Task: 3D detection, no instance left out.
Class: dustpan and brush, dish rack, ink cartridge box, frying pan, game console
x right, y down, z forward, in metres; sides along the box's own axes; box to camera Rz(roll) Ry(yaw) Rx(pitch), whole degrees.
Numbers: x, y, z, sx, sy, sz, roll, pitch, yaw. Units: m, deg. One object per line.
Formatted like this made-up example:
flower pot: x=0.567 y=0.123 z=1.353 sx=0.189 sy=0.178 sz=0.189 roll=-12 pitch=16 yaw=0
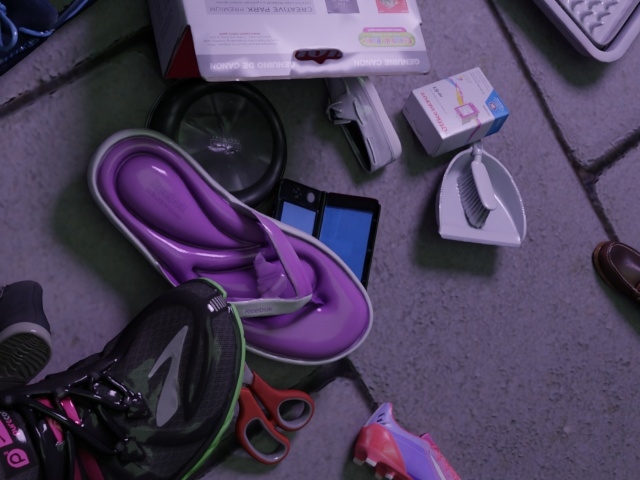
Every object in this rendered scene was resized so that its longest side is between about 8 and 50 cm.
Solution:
dustpan and brush: x=0.225 y=-0.101 z=1.432 sx=0.147 sy=0.060 sz=0.211 roll=7 pitch=56 yaw=-25
dish rack: x=0.391 y=-0.462 z=1.523 sx=0.333 sy=0.072 sz=0.285 roll=43 pitch=71 yaw=-18
ink cartridge box: x=-0.047 y=-0.292 z=1.229 sx=0.309 sy=0.130 sz=0.272 roll=-5 pitch=71 yaw=-23
frying pan: x=-0.156 y=-0.068 z=1.262 sx=0.197 sy=0.053 sz=0.326 roll=32 pitch=72 yaw=-19
ink cartridge box: x=0.191 y=-0.183 z=1.409 sx=0.122 sy=0.052 sz=0.089 roll=-23 pitch=71 yaw=-22
game console: x=0.000 y=0.000 z=1.304 sx=0.124 sy=0.085 sz=0.144 roll=18 pitch=79 yaw=-44

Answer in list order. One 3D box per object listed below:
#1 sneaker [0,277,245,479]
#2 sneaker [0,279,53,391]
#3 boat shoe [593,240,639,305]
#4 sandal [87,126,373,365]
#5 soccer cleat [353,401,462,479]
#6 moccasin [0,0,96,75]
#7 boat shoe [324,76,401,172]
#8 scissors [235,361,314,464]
sneaker: x=-0.272 y=0.223 z=1.046 sx=0.483 sy=0.202 sz=0.185 roll=-43 pitch=67 yaw=-9
sneaker: x=-0.393 y=0.144 z=1.128 sx=0.222 sy=0.118 sz=0.083 roll=-35 pitch=122 yaw=6
boat shoe: x=0.520 y=0.070 z=1.563 sx=0.207 sy=0.073 sz=0.073 roll=38 pitch=74 yaw=-18
sandal: x=-0.108 y=0.027 z=1.207 sx=0.416 sy=0.102 sz=0.169 roll=35 pitch=88 yaw=-17
soccer cleat: x=0.154 y=0.323 z=1.375 sx=0.248 sy=0.083 sz=0.095 roll=37 pitch=69 yaw=-17
moccasin: x=-0.350 y=-0.290 z=1.136 sx=0.342 sy=0.117 sz=0.138 roll=-47 pitch=107 yaw=-20
boat shoe: x=0.042 y=-0.177 z=1.354 sx=0.063 sy=0.066 sz=0.184 roll=-38 pitch=113 yaw=-23
scissors: x=-0.102 y=0.176 z=1.224 sx=0.109 sy=0.021 sz=0.297 roll=-45 pitch=130 yaw=-9
